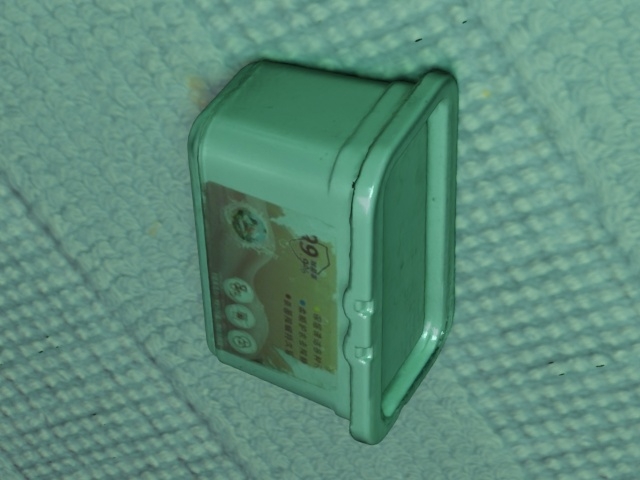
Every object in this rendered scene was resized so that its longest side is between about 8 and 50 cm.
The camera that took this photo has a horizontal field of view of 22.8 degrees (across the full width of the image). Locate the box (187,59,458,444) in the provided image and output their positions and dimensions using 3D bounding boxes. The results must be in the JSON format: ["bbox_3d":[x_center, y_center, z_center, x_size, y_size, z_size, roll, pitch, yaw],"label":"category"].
[{"bbox_3d":[0.000,0.000,1.329,0.182,0.175,0.312,17,134,22],"label":"box"}]
